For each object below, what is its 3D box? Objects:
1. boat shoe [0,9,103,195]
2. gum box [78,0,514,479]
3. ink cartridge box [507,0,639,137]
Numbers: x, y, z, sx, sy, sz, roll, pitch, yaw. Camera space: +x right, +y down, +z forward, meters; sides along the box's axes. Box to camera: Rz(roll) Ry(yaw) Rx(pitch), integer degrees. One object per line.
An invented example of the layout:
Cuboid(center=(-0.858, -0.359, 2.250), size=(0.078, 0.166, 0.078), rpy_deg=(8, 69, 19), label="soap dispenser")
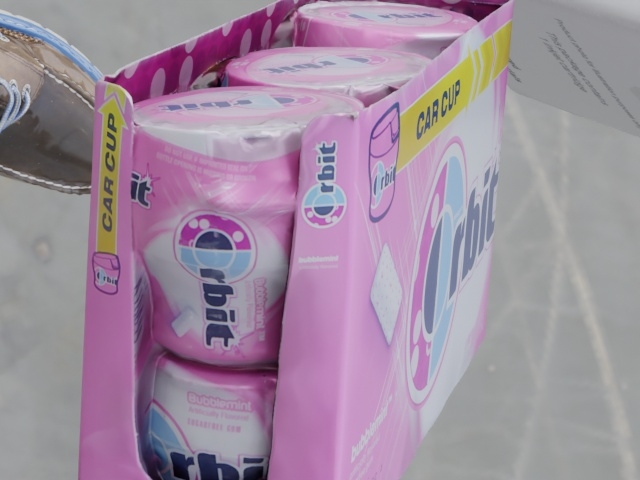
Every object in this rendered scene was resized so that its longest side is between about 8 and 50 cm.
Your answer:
Cuboid(center=(-0.147, -0.060, 0.623), size=(0.183, 0.066, 0.066), rpy_deg=(29, 18, -33), label="boat shoe")
Cuboid(center=(0.000, 0.000, 0.413), size=(0.188, 0.062, 0.107), rpy_deg=(-44, 140, -67), label="gum box")
Cuboid(center=(0.193, -0.118, 0.536), size=(0.114, 0.273, 0.197), rpy_deg=(38, 81, -50), label="ink cartridge box")
